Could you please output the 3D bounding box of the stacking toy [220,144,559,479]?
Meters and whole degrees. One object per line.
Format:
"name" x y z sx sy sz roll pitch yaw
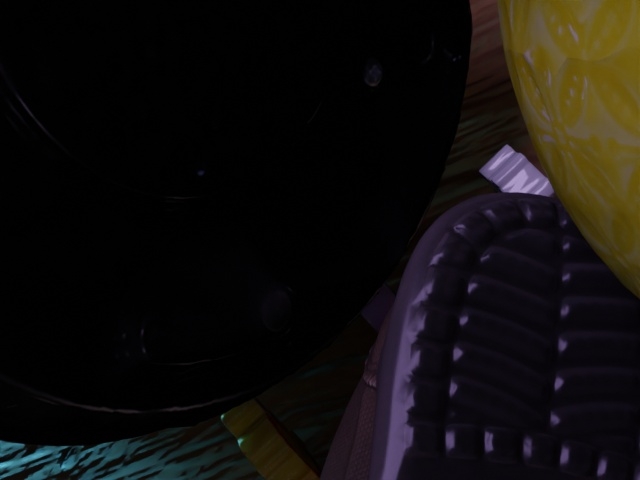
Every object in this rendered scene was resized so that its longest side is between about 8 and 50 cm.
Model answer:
"stacking toy" 0.000 0.000 0.774 0.167 0.052 0.221 -43 39 0

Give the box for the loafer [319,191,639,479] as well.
"loafer" 0.040 0.169 0.560 0.130 0.134 0.366 119 170 -66

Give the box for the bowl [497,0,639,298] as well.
"bowl" 0.196 -0.012 0.510 0.289 0.289 0.156 6 102 43

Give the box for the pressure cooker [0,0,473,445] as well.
"pressure cooker" -0.196 -0.103 0.722 0.420 0.375 0.370 2 20 44
